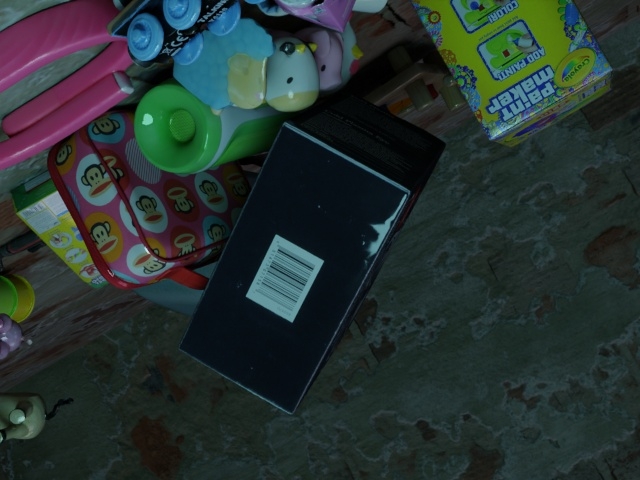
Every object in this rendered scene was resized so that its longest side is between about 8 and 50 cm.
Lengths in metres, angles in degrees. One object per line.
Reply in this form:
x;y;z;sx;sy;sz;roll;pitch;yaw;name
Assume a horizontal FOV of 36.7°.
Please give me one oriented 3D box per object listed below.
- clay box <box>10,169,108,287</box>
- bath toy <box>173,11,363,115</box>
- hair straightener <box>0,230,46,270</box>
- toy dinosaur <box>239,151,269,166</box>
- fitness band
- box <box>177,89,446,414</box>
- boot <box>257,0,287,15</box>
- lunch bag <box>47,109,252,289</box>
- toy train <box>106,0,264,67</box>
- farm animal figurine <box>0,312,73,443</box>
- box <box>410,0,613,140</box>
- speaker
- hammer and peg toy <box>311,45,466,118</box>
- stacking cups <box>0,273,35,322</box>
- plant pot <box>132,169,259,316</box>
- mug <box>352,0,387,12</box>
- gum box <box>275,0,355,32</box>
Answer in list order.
-0.338;-0.024;1.425;0.127;0.053;0.222;-29;143;1;clay box
-0.035;-0.233;1.225;0.129;0.151;0.348;-56;169;24;bath toy
-0.451;-0.007;1.626;0.230;0.047;0.089;-30;175;16;hair straightener
-0.103;-0.180;1.621;0.160;0.121;0.313;-16;178;-9;toy dinosaur
-0.303;-0.148;0.991;0.290;0.054;0.209;-31;175;11;fitness band
0.000;0.000;1.312;0.343;0.179;0.312;-63;175;22;box
0.028;-0.304;0.976;0.123;0.095;0.258;-34;180;-34;boot
-0.205;-0.052;1.319;0.120;0.258;0.293;-32;174;30;lunch bag
-0.117;-0.232;0.857;0.184;0.105;0.080;-33;165;34;toy train
-0.515;0.146;1.204;0.326;0.330;0.172;-29;179;-1;farm animal figurine
0.258;-0.294;1.329;0.177;0.279;0.290;-30;174;16;box
-0.123;-0.167;1.303;0.131;0.131;0.296;-31;178;27;speaker
0.170;-0.286;1.821;0.361;0.127;0.266;-31;173;28;hammer and peg toy
-0.603;0.099;1.668;0.096;0.096;0.316;-29;172;5;stacking cups
-0.211;-0.006;1.643;0.252;0.247;0.247;19;165;-42;plant pot
0.042;-0.322;1.205;0.064;0.078;0.062;-14;-160;-37;mug
0.014;-0.275;0.820;0.107;0.062;0.188;-2;113;-80;gum box
